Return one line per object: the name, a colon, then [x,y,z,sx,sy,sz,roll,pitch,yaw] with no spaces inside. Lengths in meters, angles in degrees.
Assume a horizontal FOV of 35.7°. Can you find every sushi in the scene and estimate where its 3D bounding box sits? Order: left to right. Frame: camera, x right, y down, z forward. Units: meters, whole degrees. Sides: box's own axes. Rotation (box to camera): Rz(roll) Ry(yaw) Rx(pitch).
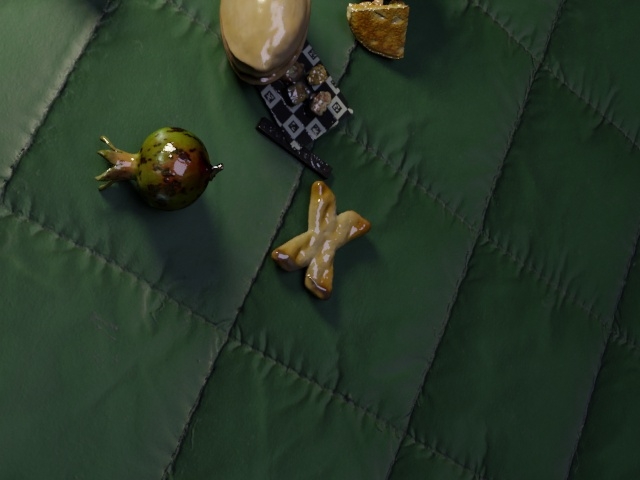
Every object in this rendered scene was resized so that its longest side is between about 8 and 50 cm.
sushi: [-0.033,-0.318,2.064,0.193,0.040,0.210,-39,103,-33]

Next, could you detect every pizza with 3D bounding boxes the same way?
pizza: [0.140,-0.471,2.169,0.175,0.134,0.046,46,21,-37]

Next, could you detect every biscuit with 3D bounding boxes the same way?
biscuit: [0.001,0.001,2.053,0.164,0.047,0.207,42,64,-24]

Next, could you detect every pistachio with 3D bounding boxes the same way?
pistachio: [-0.110,-0.453,1.970,0.182,0.162,0.292,3,80,-2]

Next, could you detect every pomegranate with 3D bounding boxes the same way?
pomegranate: [-0.300,-0.137,1.814,0.220,0.156,0.156,12,78,-27]

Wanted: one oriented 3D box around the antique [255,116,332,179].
antique: [-0.053,-0.191,2.060,0.192,0.015,0.031,35,66,-25]
